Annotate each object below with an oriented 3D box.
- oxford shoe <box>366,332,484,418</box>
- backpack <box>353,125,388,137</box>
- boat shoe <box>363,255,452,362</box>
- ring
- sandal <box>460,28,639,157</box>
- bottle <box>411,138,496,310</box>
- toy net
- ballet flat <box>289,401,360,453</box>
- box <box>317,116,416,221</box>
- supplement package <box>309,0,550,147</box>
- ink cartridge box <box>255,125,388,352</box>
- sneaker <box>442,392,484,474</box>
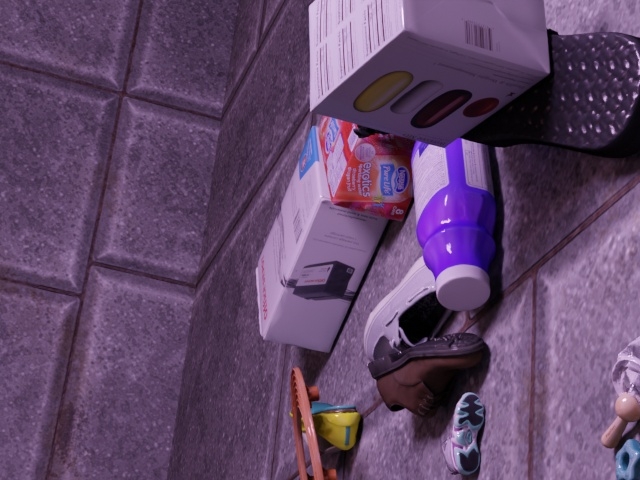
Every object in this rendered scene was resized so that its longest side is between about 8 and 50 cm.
[{"bbox_3d":[0.147,0.173,1.736,0.227,0.083,0.096,-34,71,61],"label":"oxford shoe"},{"bbox_3d":[0.125,-0.287,1.910,0.225,0.191,0.253,-174,70,-75],"label":"backpack"},{"bbox_3d":[0.120,0.112,1.848,0.081,0.079,0.227,-85,19,-46],"label":"boat shoe"},{"bbox_3d":[-0.003,0.349,1.977,0.336,0.032,0.336,172,90,-85],"label":"ring"},{"bbox_3d":[0.263,-0.171,1.571,0.446,0.107,0.167,33,108,61],"label":"sandal"},{"bbox_3d":[0.174,-0.036,1.754,0.283,0.092,0.118,-91,20,-44],"label":"bottle"},{"bbox_3d":[0.277,0.187,1.250,0.122,0.045,0.232,-162,86,-76],"label":"toy net"},{"bbox_3d":[0.005,0.296,2.144,0.231,0.077,0.077,164,102,-71],"label":"ballet flat"},{"bbox_3d":[0.080,-0.156,2.158,0.257,0.123,0.128,-100,28,-58],"label":"box"},{"bbox_3d":[0.117,-0.227,1.539,0.203,0.194,0.149,-35,49,53],"label":"supplement package"},{"bbox_3d":[0.000,0.000,2.306,0.223,0.129,0.307,-97,25,-54],"label":"ink cartridge box"},{"bbox_3d":[0.166,0.235,1.642,0.069,0.038,0.098,142,140,-66],"label":"sneaker"}]
